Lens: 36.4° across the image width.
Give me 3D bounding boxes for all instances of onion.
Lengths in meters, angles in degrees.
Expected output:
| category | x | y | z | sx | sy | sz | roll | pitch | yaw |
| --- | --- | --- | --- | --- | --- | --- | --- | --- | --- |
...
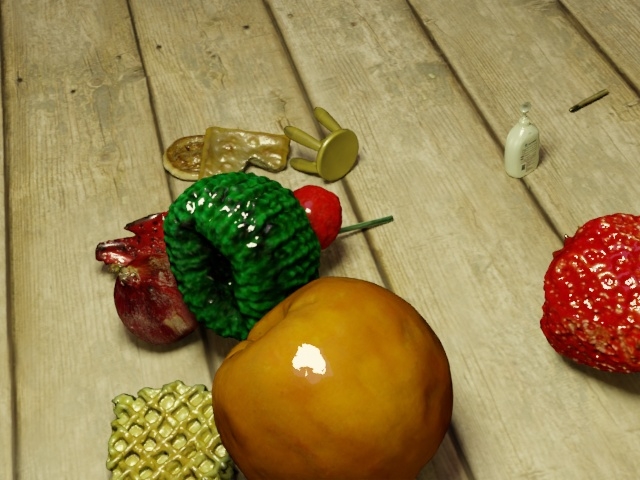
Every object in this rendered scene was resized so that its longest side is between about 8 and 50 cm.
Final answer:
| category | x | y | z | sx | sy | sz | roll | pitch | yaw |
| --- | --- | --- | --- | --- | --- | --- | --- | --- | --- |
| onion | -0.281 | 0.087 | 1.642 | 0.160 | 0.195 | 0.159 | -11 | 58 | 18 |

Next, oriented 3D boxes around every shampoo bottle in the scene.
| category | x | y | z | sx | sy | sz | roll | pitch | yaw |
| --- | --- | --- | --- | --- | --- | --- | --- | --- | --- |
| shampoo bottle | 0.387 | -0.194 | 1.865 | 0.077 | 0.152 | 0.045 | -30 | 50 | -20 |

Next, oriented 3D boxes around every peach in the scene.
| category | x | y | z | sx | sy | sz | roll | pitch | yaw |
| --- | --- | --- | --- | --- | --- | --- | --- | --- | --- |
| peach | 0.023 | 0.228 | 1.378 | 0.301 | 0.343 | 0.343 | 49 | 57 | -7 |

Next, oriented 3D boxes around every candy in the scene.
| category | x | y | z | sx | sy | sz | roll | pitch | yaw |
| --- | --- | --- | --- | --- | --- | --- | --- | --- | --- |
| candy | 0.000 | 0.000 | 1.794 | 0.305 | 0.083 | 0.091 | -14 | 81 | -19 |

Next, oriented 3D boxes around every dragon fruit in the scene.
| category | x | y | z | sx | sy | sz | roll | pitch | yaw |
| --- | --- | --- | --- | --- | --- | --- | --- | --- | --- |
| dragon fruit | -0.316 | 0.016 | 1.780 | 0.192 | 0.122 | 0.092 | -9 | 59 | -4 |

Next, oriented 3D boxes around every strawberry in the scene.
| category | x | y | z | sx | sy | sz | roll | pitch | yaw |
| --- | --- | --- | --- | --- | --- | --- | --- | --- | --- |
| strawberry | 0.484 | 0.091 | 1.491 | 0.257 | 0.257 | 0.277 | -35 | 39 | -25 |

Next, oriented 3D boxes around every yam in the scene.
| category | x | y | z | sx | sy | sz | roll | pitch | yaw |
| --- | --- | --- | --- | --- | --- | --- | --- | --- | --- |
| yam | 0.562 | -0.293 | 2.040 | 0.107 | 0.014 | 0.014 | -28 | 47 | -20 |

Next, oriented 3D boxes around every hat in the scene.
| category | x | y | z | sx | sy | sz | roll | pitch | yaw |
| --- | --- | --- | --- | --- | --- | --- | --- | --- | --- |
| hat | -0.092 | -0.007 | 1.622 | 0.242 | 0.274 | 0.332 | 7 | 27 | 29 |

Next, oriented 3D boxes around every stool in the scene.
| category | x | y | z | sx | sy | sz | roll | pitch | yaw |
| --- | --- | --- | --- | --- | --- | --- | --- | --- | --- |
| stool | 0.002 | -0.188 | 1.945 | 0.110 | 0.135 | 0.134 | 34 | 13 | 38 |

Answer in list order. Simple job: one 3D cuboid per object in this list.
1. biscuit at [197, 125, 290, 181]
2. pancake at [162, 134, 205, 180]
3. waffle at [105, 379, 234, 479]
| category | x | y | z | sx | sy | sz | roll | pitch | yaw |
| --- | --- | --- | --- | --- | --- | --- | --- | --- | --- |
| biscuit | -0.154 | -0.154 | 1.968 | 0.183 | 0.039 | 0.174 | 3 | 57 | -3 |
| pancake | -0.251 | -0.178 | 2.027 | 0.158 | 0.028 | 0.158 | -2 | 42 | 2 |
| waffle | -0.224 | 0.310 | 1.504 | 0.204 | 0.054 | 0.223 | -7 | 46 | 1 |
